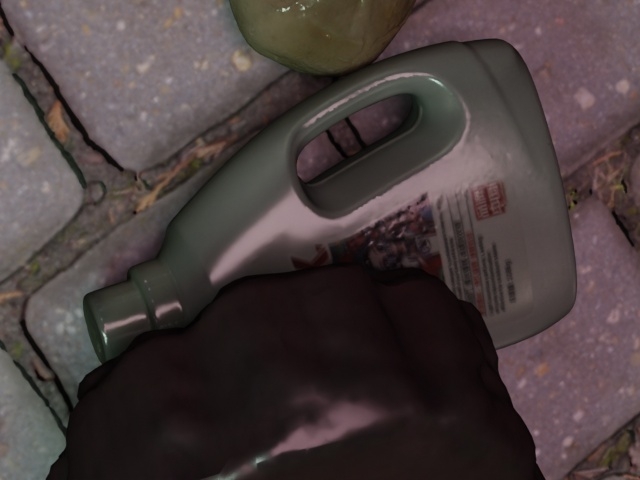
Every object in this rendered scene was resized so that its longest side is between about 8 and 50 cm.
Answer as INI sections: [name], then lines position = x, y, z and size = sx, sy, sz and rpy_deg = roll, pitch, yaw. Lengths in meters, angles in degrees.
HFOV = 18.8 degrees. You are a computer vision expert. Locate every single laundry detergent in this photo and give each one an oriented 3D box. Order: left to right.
[laundry detergent]
position = 0.000, 0.000, 1.574
size = 0.398, 0.125, 0.264
rpy_deg = -17, 108, -16

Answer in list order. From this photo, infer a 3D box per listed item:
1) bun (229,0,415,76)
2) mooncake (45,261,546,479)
[bun]
position = 0.014, -0.220, 1.569
size = 0.167, 0.113, 0.173
rpy_deg = 12, 92, -20
[mooncake]
position = -0.016, 0.179, 1.461
size = 0.381, 0.212, 0.350
rpy_deg = 8, 134, -35
